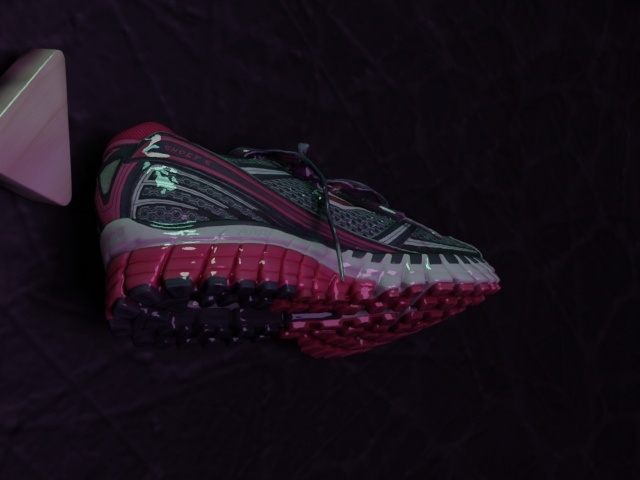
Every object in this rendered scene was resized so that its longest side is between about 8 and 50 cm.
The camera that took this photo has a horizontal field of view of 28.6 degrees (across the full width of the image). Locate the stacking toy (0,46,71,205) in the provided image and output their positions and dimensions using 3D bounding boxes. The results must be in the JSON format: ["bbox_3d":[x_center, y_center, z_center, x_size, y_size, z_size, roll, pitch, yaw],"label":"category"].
[{"bbox_3d":[-0.239,-0.134,0.582,0.279,0.130,0.309,-10,106,-64],"label":"stacking toy"}]

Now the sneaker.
[{"bbox_3d":[0.000,0.000,0.758,0.299,0.120,0.112,11,58,-47],"label":"sneaker"}]
